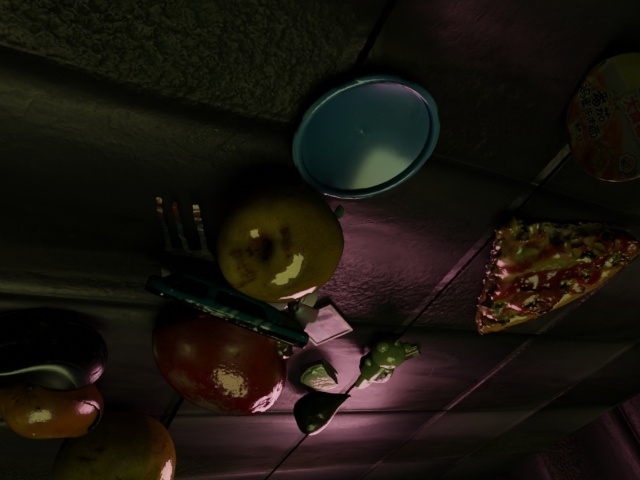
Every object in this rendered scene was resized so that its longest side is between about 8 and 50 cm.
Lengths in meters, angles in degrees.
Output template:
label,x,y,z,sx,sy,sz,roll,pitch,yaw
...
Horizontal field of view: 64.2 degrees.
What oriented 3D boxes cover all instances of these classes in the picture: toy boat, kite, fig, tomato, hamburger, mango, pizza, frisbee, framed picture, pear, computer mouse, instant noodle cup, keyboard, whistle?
label,x,y,z,sx,sy,sz,roll,pitch,yaw
toy boat,-0.157,0.105,0.921,0.299,0.092,0.134,24,169,-11
kite,-0.239,0.023,0.920,0.141,0.015,0.245,8,134,7
fig,0.003,0.487,1.500,0.178,0.117,0.117,-34,140,-5
tomato,-0.212,0.287,1.100,0.290,0.176,0.334,-4,151,8
hamburger,-0.009,0.369,1.397,0.084,0.054,0.121,-22,137,12
mango,-0.586,0.370,1.140,0.167,0.136,0.236,-20,145,-1
pizza,0.495,0.077,1.176,0.440,0.130,0.406,-37,138,23
frisbee,0.071,-0.164,0.818,0.242,0.045,0.242,-10,140,-9
framed picture,0.005,0.206,1.244,0.109,0.011,0.149,-26,139,11
pear,-0.063,0.006,0.853,0.209,0.208,0.208,-9,139,-8
computer mouse,-0.525,0.207,0.970,0.234,0.137,0.096,11,136,-27
instant noodle cup,0.533,-0.202,0.833,0.153,0.205,0.204,-9,140,-24
keyboard,0.222,0.335,1.464,0.129,0.015,0.049,-25,134,10
whistle,0.159,0.334,1.385,0.105,0.085,0.227,9,133,-26
pear,-0.516,0.595,1.302,0.304,0.303,0.303,-9,139,-8

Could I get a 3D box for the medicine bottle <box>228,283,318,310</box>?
label,x,y,z,sx,sy,sz,roll,pitch,yaw
medicine bottle,-0.094,0.092,1.036,0.183,0.069,0.119,21,131,-35

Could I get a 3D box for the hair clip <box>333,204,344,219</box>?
label,x,y,z,sx,sy,sz,roll,pitch,yaw
hair clip,0.000,0.001,0.983,0.049,0.049,0.172,6,136,-24
